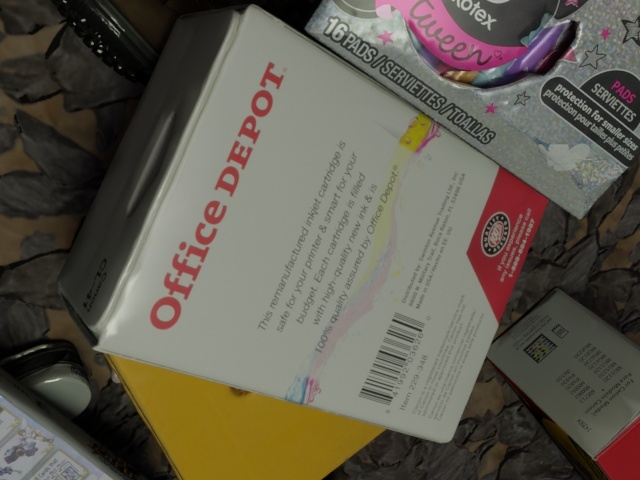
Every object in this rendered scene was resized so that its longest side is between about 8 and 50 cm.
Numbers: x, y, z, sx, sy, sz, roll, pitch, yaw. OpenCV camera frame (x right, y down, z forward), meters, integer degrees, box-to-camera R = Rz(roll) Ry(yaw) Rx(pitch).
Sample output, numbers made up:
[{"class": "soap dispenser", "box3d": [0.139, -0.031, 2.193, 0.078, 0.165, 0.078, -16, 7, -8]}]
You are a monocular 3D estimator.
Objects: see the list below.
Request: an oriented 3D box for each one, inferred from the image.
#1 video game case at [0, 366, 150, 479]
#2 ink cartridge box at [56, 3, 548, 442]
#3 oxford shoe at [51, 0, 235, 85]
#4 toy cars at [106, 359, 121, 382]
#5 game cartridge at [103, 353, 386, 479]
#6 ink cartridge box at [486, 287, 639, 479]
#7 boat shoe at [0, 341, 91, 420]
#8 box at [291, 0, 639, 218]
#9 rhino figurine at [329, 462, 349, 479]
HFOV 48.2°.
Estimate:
[{"class": "video game case", "box3d": [-0.291, 0.261, 0.584, 0.269, 0.061, 0.244, -45, 115, -7]}, {"class": "ink cartridge box", "box3d": [0.000, 0.000, 0.537, 0.306, 0.131, 0.226, 25, 88, -32]}, {"class": "oxford shoe", "box3d": [-0.120, -0.166, 0.568, 0.227, 0.083, 0.096, 37, 76, -32]}, {"class": "toy cars", "box3d": [-0.101, 0.104, 0.689, 0.176, 0.087, 0.393, -40, 119, -16]}, {"class": "game cartridge", "box3d": [-0.016, 0.078, 0.654, 0.324, 0.053, 0.285, -32, 116, -22]}, {"class": "ink cartridge box", "box3d": [0.373, 0.245, 0.837, 0.130, 0.272, 0.309, -41, 121, 0]}, {"class": "boat shoe", "box3d": [-0.314, 0.159, 0.633, 0.219, 0.070, 0.077, -23, 130, -16]}, {"class": "box", "box3d": [0.117, -0.155, 0.503, 0.247, 0.163, 0.142, 28, 112, -22]}, {"class": "rhino figurine", "box3d": [-0.050, 0.358, 0.810, 0.243, 0.106, 0.073, -38, 119, 6]}]
